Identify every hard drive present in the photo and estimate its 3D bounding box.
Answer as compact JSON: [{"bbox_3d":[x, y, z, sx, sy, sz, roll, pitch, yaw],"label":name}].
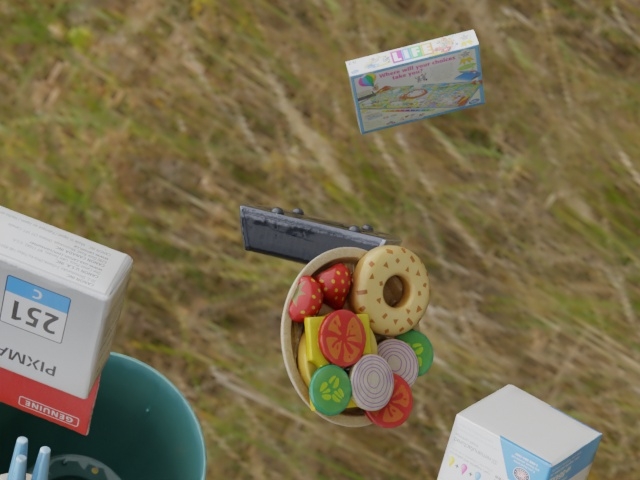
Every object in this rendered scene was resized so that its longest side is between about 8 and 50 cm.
[{"bbox_3d":[0.000,0.000,1.769,0.254,0.172,0.054,-10,-67,-85],"label":"hard drive"}]

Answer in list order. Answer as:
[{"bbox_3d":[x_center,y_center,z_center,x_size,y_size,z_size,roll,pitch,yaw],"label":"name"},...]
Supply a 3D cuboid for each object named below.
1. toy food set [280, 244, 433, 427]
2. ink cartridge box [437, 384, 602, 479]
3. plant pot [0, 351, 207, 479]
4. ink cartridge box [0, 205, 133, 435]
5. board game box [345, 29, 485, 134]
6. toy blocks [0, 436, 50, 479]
[{"bbox_3d":[0.017,0.044,0.730,0.020,0.083,0.083,-8,86,50],"label":"toy food set"},{"bbox_3d":[0.151,0.208,1.324,0.092,0.090,0.143,27,116,28],"label":"ink cartridge box"},{"bbox_3d":[-0.318,0.324,2.171,0.235,0.293,0.293,120,159,-57],"label":"plant pot"},{"bbox_3d":[-0.335,0.067,1.479,0.066,0.296,0.261,-67,-3,-47],"label":"ink cartridge box"},{"bbox_3d":[0.113,-0.185,1.917,0.154,0.103,0.026,-14,52,0],"label":"board game box"},{"bbox_3d":[-0.229,0.194,1.045,0.054,0.123,0.148,49,134,43],"label":"toy blocks"}]
